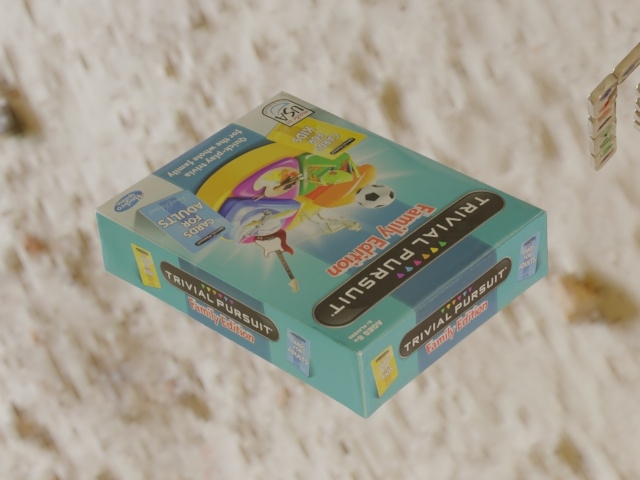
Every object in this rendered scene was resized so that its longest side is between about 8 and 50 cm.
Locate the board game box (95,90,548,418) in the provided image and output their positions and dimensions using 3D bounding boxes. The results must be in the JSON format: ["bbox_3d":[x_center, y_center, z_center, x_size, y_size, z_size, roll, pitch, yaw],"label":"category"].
[{"bbox_3d":[0.000,0.000,1.803,0.336,0.254,0.079,26,138,35],"label":"board game box"}]

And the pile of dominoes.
[{"bbox_3d":[0.315,-0.147,1.714,0.040,0.196,0.251,43,177,14],"label":"pile of dominoes"}]
